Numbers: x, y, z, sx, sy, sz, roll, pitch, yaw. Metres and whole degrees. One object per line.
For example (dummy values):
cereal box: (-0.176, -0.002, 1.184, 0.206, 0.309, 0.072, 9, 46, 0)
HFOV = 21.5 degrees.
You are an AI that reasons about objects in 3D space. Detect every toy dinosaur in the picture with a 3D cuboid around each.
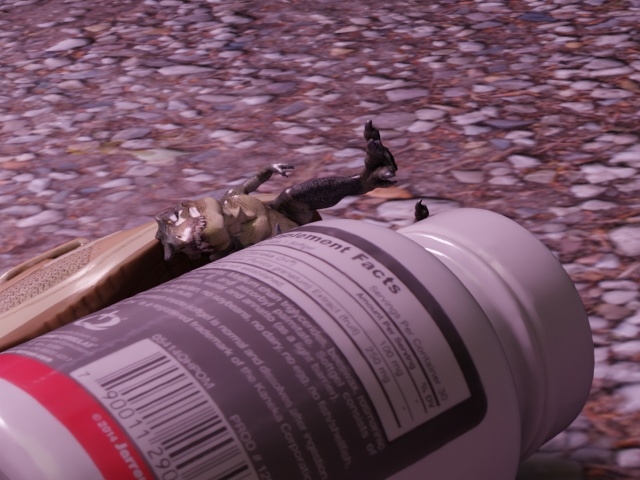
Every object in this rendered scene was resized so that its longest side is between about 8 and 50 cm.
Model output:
toy dinosaur: (0.000, 0.000, 0.929, 0.118, 0.064, 0.268, -26, -23, 11)

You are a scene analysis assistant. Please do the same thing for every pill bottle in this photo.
pill bottle: (-0.021, 0.093, 0.771, 0.319, 0.176, 0.176, -23, 28, -38)

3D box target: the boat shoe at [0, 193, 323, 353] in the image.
boat shoe: (-0.141, 0.050, 0.981, 0.341, 0.121, 0.110, -24, 29, -37)
